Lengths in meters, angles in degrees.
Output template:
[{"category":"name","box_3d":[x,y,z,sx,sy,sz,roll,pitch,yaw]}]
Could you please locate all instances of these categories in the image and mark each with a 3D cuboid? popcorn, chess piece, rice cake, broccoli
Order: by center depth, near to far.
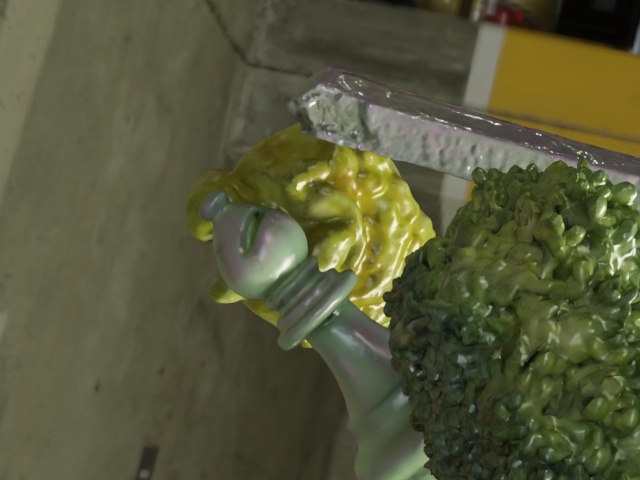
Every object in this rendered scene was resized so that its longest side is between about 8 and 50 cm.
[{"category":"broccoli","box_3d":[0.152,0.074,0.677,0.235,0.288,0.260,-12,149,-45]},{"category":"chess piece","box_3d":[0.010,0.064,0.933,0.139,0.272,0.139,-44,-177,3]},{"category":"rice cake","box_3d":[0.149,-0.081,1.100,0.073,0.365,0.056,-75,-179,-64]},{"category":"popcorn","box_3d":[0.000,0.000,1.327,0.250,0.241,0.235,60,11,-9]}]
